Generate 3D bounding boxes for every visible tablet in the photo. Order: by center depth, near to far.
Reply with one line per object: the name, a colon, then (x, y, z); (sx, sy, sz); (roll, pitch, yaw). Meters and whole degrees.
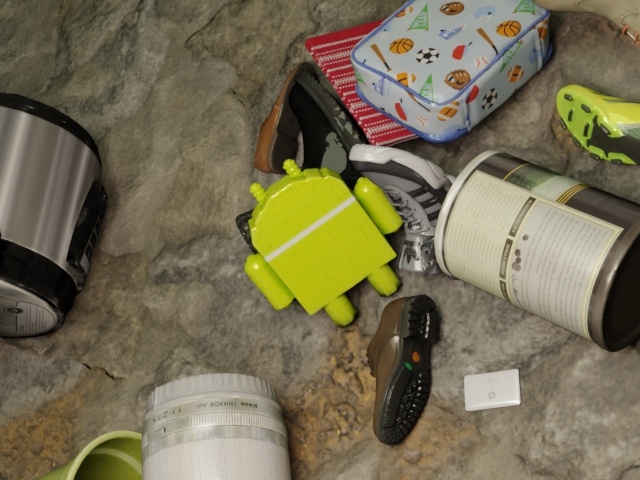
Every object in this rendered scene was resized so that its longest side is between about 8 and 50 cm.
tablet: (0.250, 0.218, 1.725); (0.083, 0.006, 0.054); (-11, 63, 24)

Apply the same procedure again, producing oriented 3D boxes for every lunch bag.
lunch bag: (0.207, -0.305, 1.880); (0.303, 0.115, 0.243); (-41, 53, -20)

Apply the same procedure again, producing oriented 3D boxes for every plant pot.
plant pot: (-0.374, 0.452, 1.818); (0.254, 0.276, 0.276); (-20, 59, 32)

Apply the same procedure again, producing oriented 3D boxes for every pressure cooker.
pressure cooker: (-0.590, -0.005, 2.063); (0.375, 0.370, 0.420); (-8, 60, 29)

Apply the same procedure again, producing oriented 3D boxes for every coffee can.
coffee can: (0.328, 0.009, 1.660); (0.275, 0.201, 0.201); (26, 81, 35)

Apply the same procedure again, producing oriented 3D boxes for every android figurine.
android figurine: (0.000, 0.000, 1.811); (0.248, 0.273, 0.056); (-37, 22, 6)

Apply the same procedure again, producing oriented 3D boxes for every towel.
towel: (0.114, -0.266, 1.961); (0.199, 0.031, 0.275); (-18, 54, -18)

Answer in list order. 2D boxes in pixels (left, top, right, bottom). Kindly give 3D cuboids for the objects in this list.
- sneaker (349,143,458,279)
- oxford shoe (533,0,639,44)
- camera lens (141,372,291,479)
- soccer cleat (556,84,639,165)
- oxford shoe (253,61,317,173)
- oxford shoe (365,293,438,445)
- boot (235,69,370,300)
sneaker: (0.138, -0.035, 1.757); (0.101, 0.268, 0.153); (10, 77, 59)
oxford shoe: (0.493, -0.328, 1.741); (0.397, 0.140, 0.146); (11, 97, 22)
camera lens: (-0.151, 0.358, 1.744); (0.219, 0.219, 0.274); (-18, 60, 20)
soccer cleat: (0.477, -0.163, 1.748); (0.121, 0.093, 0.289); (-33, 45, -26)
oxford shoe: (-0.068, -0.217, 2.063); (0.076, 0.076, 0.212); (5, 67, 46)
oxford shoe: (0.111, 0.195, 1.778); (0.096, 0.083, 0.227); (-7, 63, 47)
boot: (-0.033, -0.098, 1.949); (0.260, 0.131, 0.348); (-36, 56, 9)
